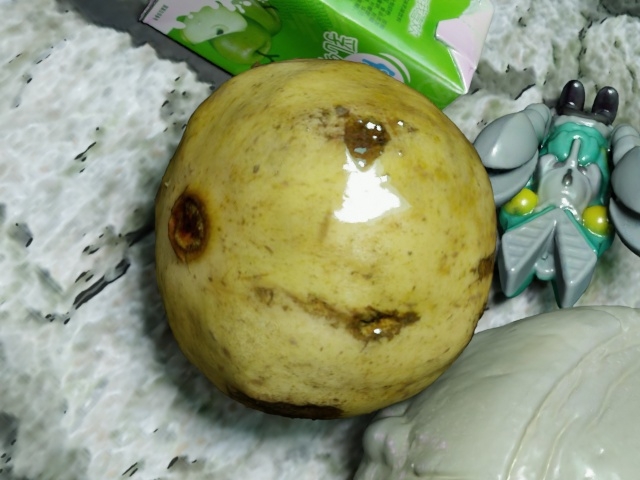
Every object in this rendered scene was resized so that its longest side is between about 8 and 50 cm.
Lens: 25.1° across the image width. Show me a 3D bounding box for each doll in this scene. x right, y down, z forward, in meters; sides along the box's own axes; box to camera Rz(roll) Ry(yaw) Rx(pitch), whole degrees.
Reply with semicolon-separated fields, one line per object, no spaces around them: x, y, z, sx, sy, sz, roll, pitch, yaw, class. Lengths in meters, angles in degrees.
0.215;-0.061;1.336;0.195;0.153;0.258;-10;47;-4;doll

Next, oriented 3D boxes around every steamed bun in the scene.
0.168;0.190;1.131;0.236;0.247;0.383;46;59;-12;steamed bun

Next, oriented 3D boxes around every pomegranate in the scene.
0.000;0.000;1.112;0.281;0.281;0.281;11;66;-25;pomegranate

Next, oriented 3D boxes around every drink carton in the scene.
-0.003;-0.201;1.248;0.271;0.161;0.108;29;59;-16;drink carton
